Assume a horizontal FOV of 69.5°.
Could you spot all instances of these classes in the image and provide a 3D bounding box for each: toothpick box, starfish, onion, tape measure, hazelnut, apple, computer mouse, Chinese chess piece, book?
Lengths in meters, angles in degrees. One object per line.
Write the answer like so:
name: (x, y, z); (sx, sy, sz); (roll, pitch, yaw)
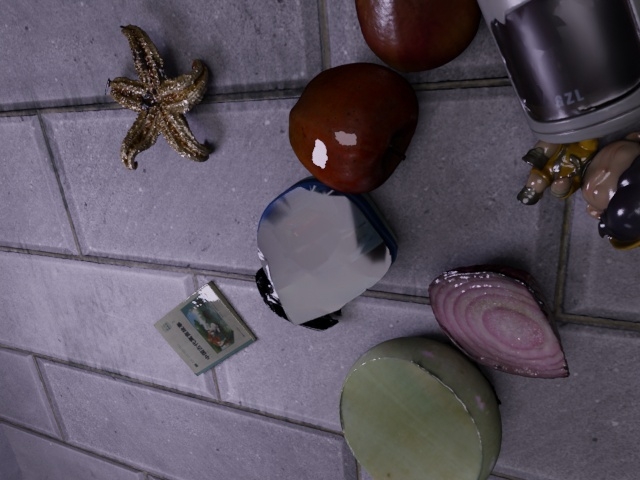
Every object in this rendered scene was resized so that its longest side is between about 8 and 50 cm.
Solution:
toothpick box: (0.341, -0.320, 0.619); (0.229, 0.229, 0.316); (-22, 111, 31)
starfish: (-0.382, -0.308, 1.053); (0.303, 0.113, 0.312); (21, 110, 13)
onion: (0.346, 0.134, 0.898); (0.247, 0.111, 0.250); (-4, 122, 51)
tape measure: (0.001, 0.002, 0.955); (0.259, 0.138, 0.262); (-33, 91, 19)
hazelnut: (0.148, -0.366, 0.711); (0.208, 0.208, 0.208); (10, 115, 22)
apple: (0.056, -0.197, 0.824); (0.233, 0.234, 0.234); (10, 115, 22)
computer mouse: (-0.062, 0.138, 1.105); (0.241, 0.077, 0.147); (24, 121, 14)
Chinese chess piece: (0.210, 0.382, 1.001); (0.349, 0.146, 0.350); (8, 104, 33)
book: (-0.335, 0.259, 1.319); (0.282, 0.025, 0.215); (-37, 94, 31)

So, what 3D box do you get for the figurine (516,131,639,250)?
figurine: (0.455, -0.097, 0.709); (0.256, 0.167, 0.192); (36, 129, 36)
